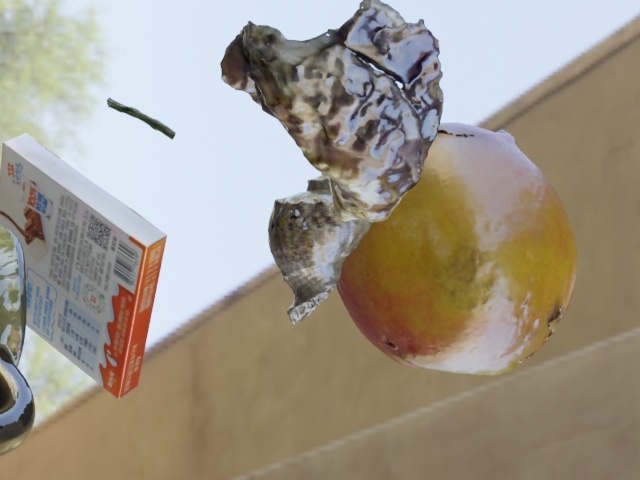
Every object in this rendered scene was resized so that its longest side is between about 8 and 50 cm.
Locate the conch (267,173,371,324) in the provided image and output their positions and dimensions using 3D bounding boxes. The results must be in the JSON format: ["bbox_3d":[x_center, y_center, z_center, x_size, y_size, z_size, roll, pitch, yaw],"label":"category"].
[{"bbox_3d":[0.000,0.000,1.785,0.155,0.130,0.207,-31,130,-72],"label":"conch"}]

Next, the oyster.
[{"bbox_3d":[0.020,-0.116,1.371,0.275,0.271,0.100,-15,-139,54],"label":"oyster"}]

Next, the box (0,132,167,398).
[{"bbox_3d":[-0.327,0.035,1.912,0.265,0.048,0.273,35,-47,22],"label":"box"}]

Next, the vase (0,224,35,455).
[{"bbox_3d":[-0.413,0.109,1.467,0.329,0.302,0.241,43,-66,32],"label":"vase"}]

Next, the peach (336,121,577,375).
[{"bbox_3d":[0.191,0.009,2.071,0.372,0.290,0.373,-3,-98,24],"label":"peach"}]

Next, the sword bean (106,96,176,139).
[{"bbox_3d":[-0.173,-0.119,1.408,0.083,0.012,0.012,27,-54,18],"label":"sword bean"}]
